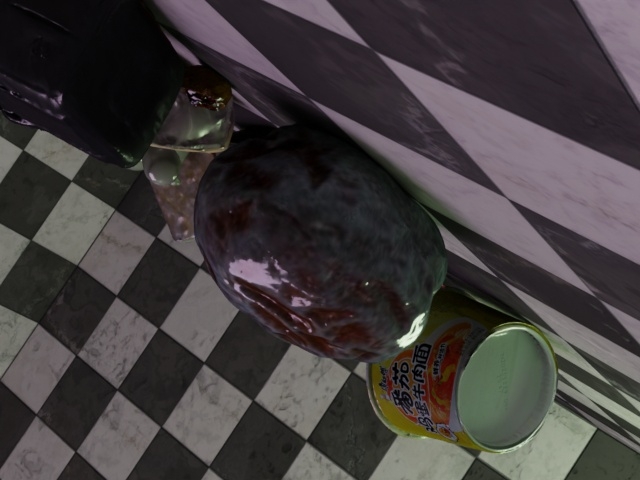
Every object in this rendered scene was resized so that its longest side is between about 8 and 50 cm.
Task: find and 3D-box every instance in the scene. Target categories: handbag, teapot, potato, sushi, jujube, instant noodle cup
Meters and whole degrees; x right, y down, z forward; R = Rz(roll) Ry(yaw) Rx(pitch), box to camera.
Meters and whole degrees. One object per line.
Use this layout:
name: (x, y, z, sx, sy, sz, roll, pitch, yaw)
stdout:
handbag: (-0.266, -0.197, 1.272, 0.181, 0.181, 0.254, 25, 174, 15)
teapot: (-0.294, -0.187, 1.930, 0.220, 0.149, 0.318, 33, 178, -5)
potato: (-0.185, -0.138, 2.169, 0.189, 0.211, 0.264, -25, -91, -52)
sushi: (-0.134, -0.175, 1.425, 0.050, 0.047, 0.099, 28, 176, 34)
jujube: (-0.004, 0.008, 1.346, 0.308, 0.215, 0.246, 37, 175, -30)
instant noodle cup: (0.232, 0.211, 1.907, 0.264, 0.264, 0.200, 36, 168, -32)

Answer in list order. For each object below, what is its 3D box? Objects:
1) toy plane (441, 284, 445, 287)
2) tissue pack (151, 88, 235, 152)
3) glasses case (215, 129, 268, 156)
toy plane: (0.117, 0.029, 1.893, 0.130, 0.061, 0.189, 35, -179, -31)
tissue pack: (-0.230, -0.176, 1.565, 0.186, 0.090, 0.222, 6, -170, -27)
glasses case: (-0.072, -0.098, 1.686, 0.122, 0.075, 0.314, 38, 176, -16)
